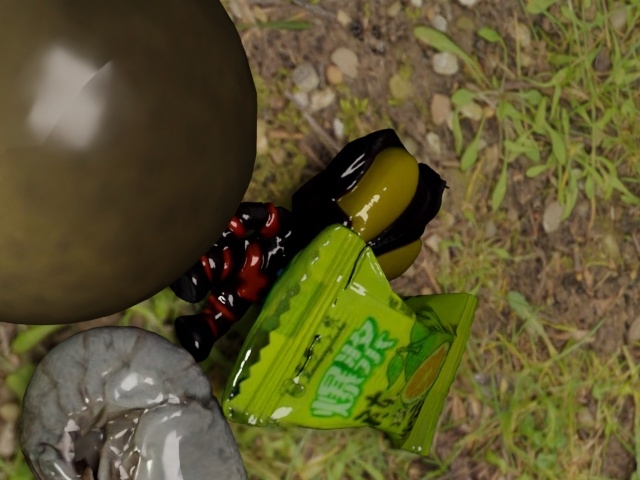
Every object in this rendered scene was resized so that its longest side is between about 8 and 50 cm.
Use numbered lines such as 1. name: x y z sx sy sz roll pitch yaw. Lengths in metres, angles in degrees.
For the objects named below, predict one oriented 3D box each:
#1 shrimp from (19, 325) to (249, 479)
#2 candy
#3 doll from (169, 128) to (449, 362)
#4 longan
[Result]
1. shrimp: -0.099 0.221 0.673 0.145 0.116 0.343 -22 92 -27
2. candy: 0.046 0.083 0.743 0.246 0.069 0.149 22 97 -55
3. doll: 0.002 0.003 0.755 0.248 0.127 0.088 -25 68 -31
4. longan: -0.158 -0.070 0.588 0.258 0.258 0.258 1 87 -29
